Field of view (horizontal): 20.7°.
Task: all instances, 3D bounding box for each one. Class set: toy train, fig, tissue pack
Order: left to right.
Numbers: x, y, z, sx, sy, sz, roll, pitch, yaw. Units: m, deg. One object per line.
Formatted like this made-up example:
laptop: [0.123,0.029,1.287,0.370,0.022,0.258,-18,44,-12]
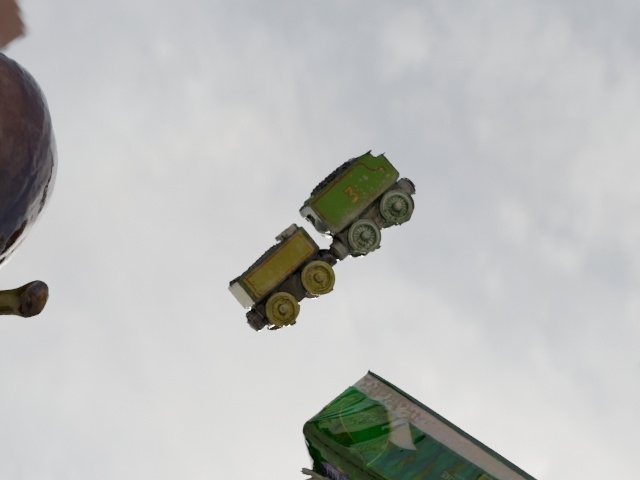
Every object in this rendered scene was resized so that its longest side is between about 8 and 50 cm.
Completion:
fig: [-0.276,-0.020,1.165,0.204,0.249,0.186,8,-38,-22]
toy train: [0.000,0.000,1.586,0.081,0.202,0.060,50,-17,-4]
tissue pack: [0.079,0.251,1.607,0.209,0.156,0.148,33,-34,31]
